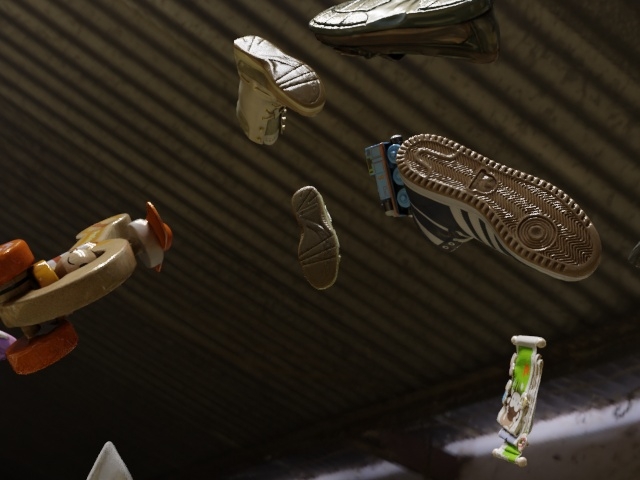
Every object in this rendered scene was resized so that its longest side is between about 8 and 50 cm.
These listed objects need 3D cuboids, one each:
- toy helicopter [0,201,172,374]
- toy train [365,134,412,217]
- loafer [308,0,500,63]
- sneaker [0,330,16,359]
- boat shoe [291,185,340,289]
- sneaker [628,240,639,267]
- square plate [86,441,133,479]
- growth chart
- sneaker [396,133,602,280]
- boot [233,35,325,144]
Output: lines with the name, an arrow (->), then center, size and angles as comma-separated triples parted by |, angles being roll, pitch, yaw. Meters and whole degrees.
toy helicopter -> -0.285, 0.016, 1.119 | 0.235, 0.355, 0.140 | -25, -76, 3
toy train -> 0.166, -0.136, 1.920 | 0.105, 0.080, 0.184 | -15, -94, 40
loafer -> 0.091, -0.236, 1.013 | 0.267, 0.096, 0.084 | 10, -47, 49
sneaker -> -0.589, 0.202, 1.360 | 0.236, 0.104, 0.095 | -11, -28, 0
boat shoe -> -0.002, 0.000, 1.165 | 0.056, 0.153, 0.048 | -24, -32, 13
sneaker -> 0.735, 0.006, 1.648 | 0.146, 0.331, 0.122 | 58, -28, 28
square plate -> -0.258, 0.433, 0.938 | 0.049, 0.347, 0.344 | 17, -31, 8
growth chart -> 0.347, 0.276, 1.529 | 0.021, 0.237, 0.172 | 15, -14, -5
sneaker -> 0.224, -0.020, 1.111 | 0.282, 0.099, 0.153 | 34, -17, 24
boot -> -0.072, -0.224, 1.455 | 0.213, 0.077, 0.165 | 42, -37, 32
